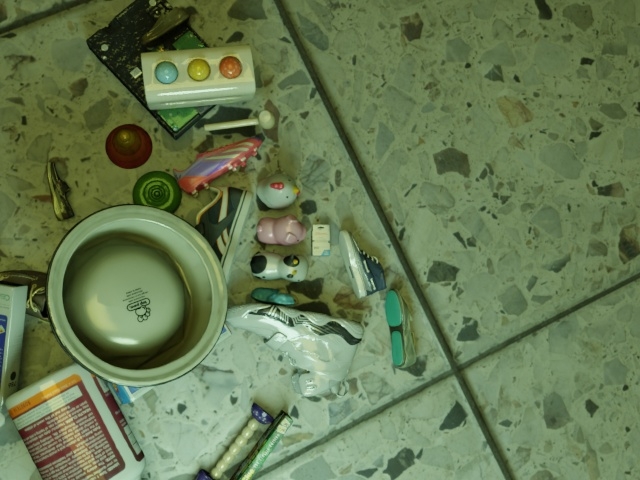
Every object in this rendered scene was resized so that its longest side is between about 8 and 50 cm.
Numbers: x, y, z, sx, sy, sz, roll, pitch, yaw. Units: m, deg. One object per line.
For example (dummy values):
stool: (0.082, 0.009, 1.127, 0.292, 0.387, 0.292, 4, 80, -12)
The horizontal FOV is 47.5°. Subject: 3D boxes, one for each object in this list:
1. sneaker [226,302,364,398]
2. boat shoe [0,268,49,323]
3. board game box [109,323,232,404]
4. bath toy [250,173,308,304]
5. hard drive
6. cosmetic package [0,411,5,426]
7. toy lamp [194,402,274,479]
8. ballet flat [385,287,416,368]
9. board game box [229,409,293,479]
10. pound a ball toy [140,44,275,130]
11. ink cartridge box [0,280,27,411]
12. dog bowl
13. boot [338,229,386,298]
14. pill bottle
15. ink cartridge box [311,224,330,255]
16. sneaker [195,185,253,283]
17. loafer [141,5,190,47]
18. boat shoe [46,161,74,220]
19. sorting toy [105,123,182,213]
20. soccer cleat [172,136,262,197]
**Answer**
sneaker: (-0.076, 0.282, 1.857, 0.365, 0.137, 0.210, 11, 80, -11)
boat shoe: (-0.667, 0.149, 1.800, 0.324, 0.097, 0.117, 21, 82, -6)
board game box: (-0.423, 0.186, 1.776, 0.308, 0.086, 0.302, -32, 92, -35)
bath toy: (-0.104, -0.008, 1.889, 0.151, 0.129, 0.349, 2, 83, -8)
hard drive: (-0.412, -0.466, 1.920, 0.237, 0.064, 0.339, -44, 91, -10)
cosmetic package: (-0.991, 0.402, 1.559, 0.327, 0.329, 0.394, -41, 92, 16)
toy lamp: (-0.226, 0.543, 1.840, 0.080, 0.080, 0.275, 41, 79, -3)
ballet flat: (0.219, 0.234, 1.953, 0.068, 0.072, 0.213, -2, 85, -36)
board game box: (-0.161, 0.543, 1.820, 0.030, 0.136, 0.260, 38, 79, -5)
pound a ball toy: (-0.278, -0.379, 1.832, 0.318, 0.136, 0.208, -6, 85, -9)
ink cartridge box: (-0.804, 0.259, 1.745, 0.165, 0.065, 0.333, 9, 93, 13)
dog bowl: (-0.425, 0.132, 1.649, 0.407, 0.150, 0.408, 10, 69, -29)
boot: (0.113, 0.054, 1.953, 0.086, 0.069, 0.190, -18, 95, -17)
pill bottle: (-0.555, 0.496, 1.719, 0.224, 0.224, 0.392, -27, 88, -10)
ink cartridge box: (0.000, 0.000, 1.953, 0.048, 0.028, 0.083, 1, 84, -9)
sneaker: (-0.268, 0.007, 1.853, 0.127, 0.126, 0.321, 15, 62, -5)
loafer: (-0.405, -0.550, 1.873, 0.148, 0.056, 0.050, -40, 91, -21)
boat shoe: (-0.663, -0.127, 1.855, 0.049, 0.056, 0.152, -12, 96, -15)
sorting toy: (-0.432, -0.147, 1.853, 0.127, 0.126, 0.366, -30, 89, -11)
soccer cleat: (-0.269, -0.212, 1.911, 0.248, 0.083, 0.095, -36, 86, -8)
